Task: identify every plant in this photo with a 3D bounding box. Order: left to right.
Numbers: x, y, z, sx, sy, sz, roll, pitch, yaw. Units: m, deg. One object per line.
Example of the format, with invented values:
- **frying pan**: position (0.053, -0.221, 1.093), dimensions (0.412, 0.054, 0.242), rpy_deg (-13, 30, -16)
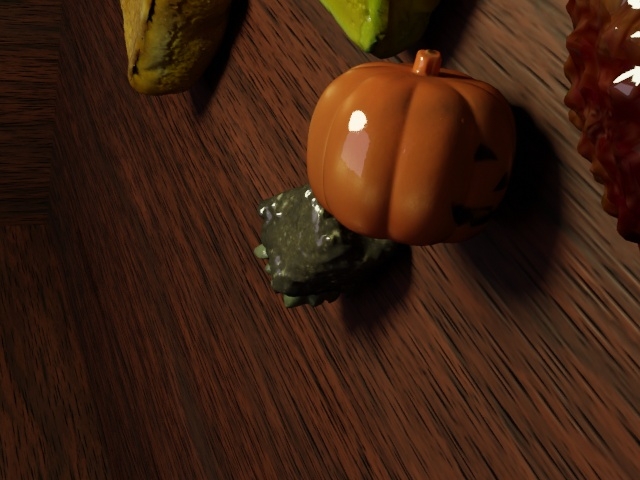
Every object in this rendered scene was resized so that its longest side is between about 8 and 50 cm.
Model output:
- **plant**: position (0.000, 0.000, 1.043), dimensions (0.194, 0.132, 0.129), rpy_deg (-38, 56, 55)

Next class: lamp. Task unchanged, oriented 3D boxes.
- **lamp**: position (0.082, -0.087, 0.801), dimensions (0.187, 0.188, 0.164), rpy_deg (44, 129, 55)

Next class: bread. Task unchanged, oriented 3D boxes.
- **bread**: position (-0.239, -0.445, 1.489), dimensions (0.337, 0.148, 0.328), rpy_deg (122, 141, -54)
- **bread**: position (0.013, -0.350, 0.964), dimensions (0.383, 0.112, 0.166), rpy_deg (54, 158, 36)

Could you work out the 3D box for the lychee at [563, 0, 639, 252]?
- **lychee**: position (0.235, -0.083, 0.377), dimensions (0.300, 0.264, 0.264), rpy_deg (51, -159, -64)
